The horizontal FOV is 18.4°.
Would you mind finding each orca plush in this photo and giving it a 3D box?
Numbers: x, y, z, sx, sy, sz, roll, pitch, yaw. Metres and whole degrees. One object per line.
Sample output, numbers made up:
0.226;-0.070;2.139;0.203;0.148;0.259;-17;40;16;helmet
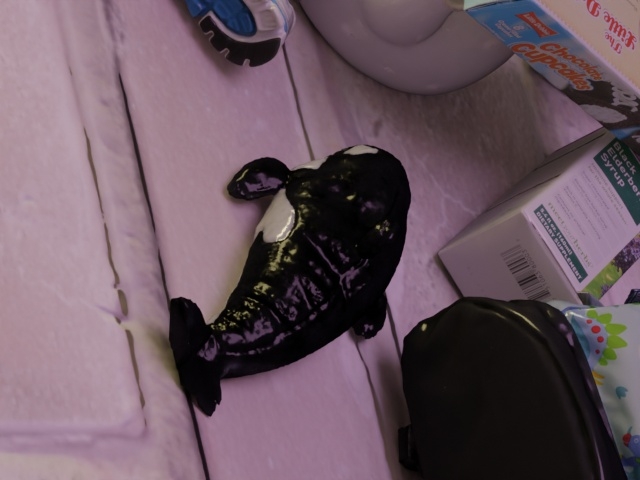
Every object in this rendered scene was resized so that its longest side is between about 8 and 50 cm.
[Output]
0.000;0.000;1.352;0.287;0.102;0.151;-25;85;-51;orca plush

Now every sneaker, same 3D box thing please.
-0.083;-0.216;1.445;0.191;0.071;0.083;57;26;-6;sneaker

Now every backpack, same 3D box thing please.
0.268;0.174;1.405;0.355;0.273;0.290;18;51;-43;backpack

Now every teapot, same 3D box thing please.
0.103;-0.253;1.558;0.252;0.187;0.256;2;64;-46;teapot

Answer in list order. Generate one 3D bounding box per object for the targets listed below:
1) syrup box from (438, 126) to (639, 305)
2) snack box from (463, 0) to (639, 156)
0.201;-0.013;1.578;0.093;0.096;0.237;58;40;-4;syrup box
0.222;-0.195;1.505;0.322;0.060;0.187;31;60;-49;snack box
